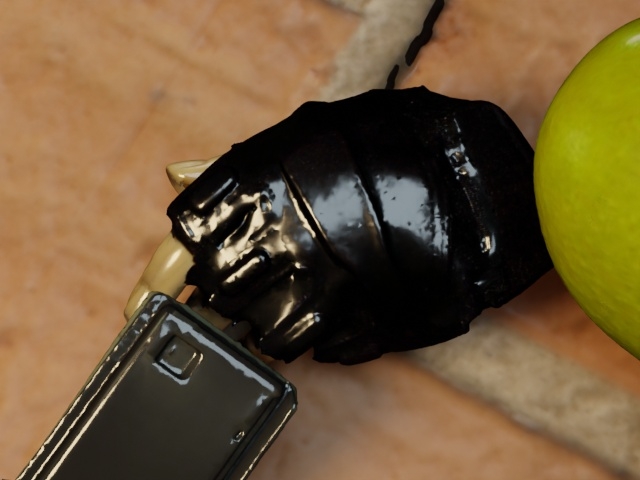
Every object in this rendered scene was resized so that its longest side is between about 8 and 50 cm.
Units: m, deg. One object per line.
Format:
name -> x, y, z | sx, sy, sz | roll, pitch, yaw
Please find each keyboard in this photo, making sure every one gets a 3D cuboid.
keyboard -> -0.111, 0.138, 0.664 | 0.094, 0.025, 0.230 | 37, 89, -2

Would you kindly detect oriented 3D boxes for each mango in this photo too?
mango -> 0.221, 0.001, 0.620 | 0.273, 0.185, 0.149 | 26, 45, -9

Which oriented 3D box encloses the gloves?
gloves -> 0.000, 0.000, 0.706 | 0.203, 0.124, 0.164 | -26, 58, -19
